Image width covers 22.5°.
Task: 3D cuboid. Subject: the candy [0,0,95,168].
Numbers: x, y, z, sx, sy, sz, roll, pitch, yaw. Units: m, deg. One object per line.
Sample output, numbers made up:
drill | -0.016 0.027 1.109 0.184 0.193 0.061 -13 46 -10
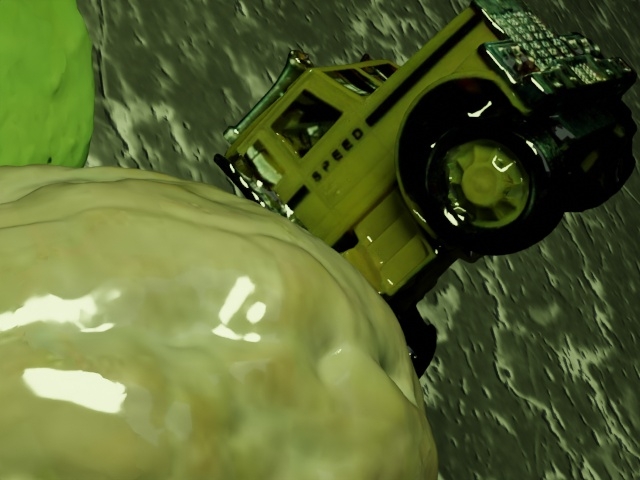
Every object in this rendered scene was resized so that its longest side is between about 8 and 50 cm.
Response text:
candy | -0.203 -0.033 0.518 0.132 0.142 0.343 12 19 22

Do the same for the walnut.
walnut | -0.063 0.083 0.493 0.224 0.224 0.224 37 31 -27

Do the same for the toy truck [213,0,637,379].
toy truck | 0.004 0.002 0.641 0.127 0.257 0.127 55 28 10
